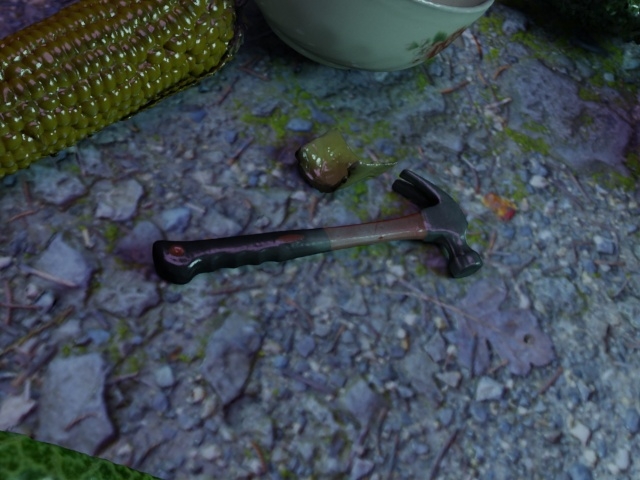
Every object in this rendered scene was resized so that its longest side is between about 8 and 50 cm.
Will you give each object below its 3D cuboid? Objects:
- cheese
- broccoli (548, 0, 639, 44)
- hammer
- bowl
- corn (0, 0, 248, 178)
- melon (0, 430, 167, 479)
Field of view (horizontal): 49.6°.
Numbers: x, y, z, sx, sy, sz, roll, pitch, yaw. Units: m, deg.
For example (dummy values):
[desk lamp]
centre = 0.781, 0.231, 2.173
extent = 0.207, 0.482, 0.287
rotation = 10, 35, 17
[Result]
[cheese]
centre = 0.026, -0.070, 0.654
extent = 0.084, 0.041, 0.060
rotation = 24, 40, 35
[broccoli]
centre = 0.383, -0.404, 0.835
extent = 0.375, 0.302, 0.249
rotation = 53, 22, 23
[hammer]
centre = 0.000, 0.000, 0.612
extent = 0.288, 0.033, 0.111
rotation = -9, 63, -20
[bowl]
centre = 0.027, -0.272, 0.702
extent = 0.277, 0.145, 0.277
rotation = 18, 45, -19
[corn]
centre = -0.197, -0.157, 0.609
extent = 0.115, 0.115, 0.318
rotation = 44, 58, 13
[melon]
centre = -0.210, 0.190, 0.343
extent = 0.344, 0.226, 0.331
rotation = 6, 97, -12
